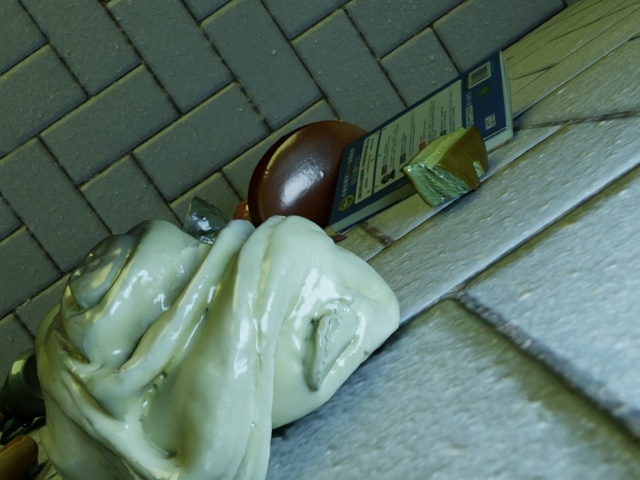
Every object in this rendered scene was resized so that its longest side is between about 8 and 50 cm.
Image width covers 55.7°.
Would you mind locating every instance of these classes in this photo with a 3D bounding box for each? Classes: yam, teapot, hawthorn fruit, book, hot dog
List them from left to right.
[{"bbox_3d":[-0.511,0.386,0.955,0.100,0.068,0.249,-58,4,-1],"label":"hot dog"},{"bbox_3d":[-0.722,0.391,1.497,0.225,0.171,0.203,-37,37,30],"label":"teapot"},{"bbox_3d":[-0.224,0.022,1.422,0.154,0.254,0.154,-52,15,20],"label":"yam"},{"bbox_3d":[-0.182,-0.064,1.870,0.173,0.172,0.173,-34,9,6],"label":"hawthorn fruit"},{"bbox_3d":[0.201,-0.205,1.275,0.428,0.039,0.300,-28,33,34],"label":"book"}]

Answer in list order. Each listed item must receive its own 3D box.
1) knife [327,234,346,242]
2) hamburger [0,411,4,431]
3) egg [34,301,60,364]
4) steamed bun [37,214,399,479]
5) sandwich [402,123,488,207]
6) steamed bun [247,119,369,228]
[{"bbox_3d":[0.000,0.000,1.315,0.035,0.018,0.247,-35,9,-19],"label":"knife"},{"bbox_3d":[-0.703,0.389,1.044,0.287,0.268,0.445,-32,7,-1],"label":"hamburger"},{"bbox_3d":[-0.457,0.209,1.223,0.219,0.219,0.269,-37,14,-13],"label":"egg"},{"bbox_3d":[-0.138,0.092,0.595,0.394,0.237,0.346,-34,9,2],"label":"steamed bun"},{"bbox_3d":[0.207,-0.116,0.962,0.090,0.088,0.244,-19,12,32],"label":"sandwich"},{"bbox_3d":[-0.029,-0.170,1.588,0.379,0.248,0.235,-35,9,-12],"label":"steamed bun"}]
